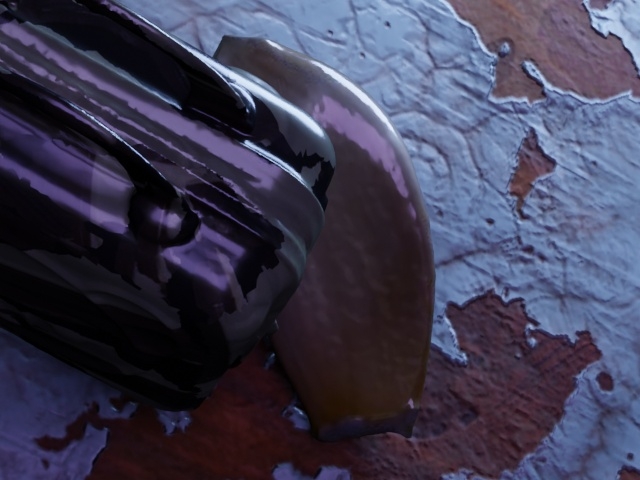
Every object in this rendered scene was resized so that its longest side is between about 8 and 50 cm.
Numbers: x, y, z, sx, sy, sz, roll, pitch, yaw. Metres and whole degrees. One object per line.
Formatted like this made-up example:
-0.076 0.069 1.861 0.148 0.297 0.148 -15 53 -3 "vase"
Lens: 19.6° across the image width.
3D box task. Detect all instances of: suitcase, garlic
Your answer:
-0.159 -0.059 1.172 0.352 0.339 0.194 29 67 -3 "suitcase"
0.009 -0.004 1.365 0.143 0.112 0.318 -17 87 2 "garlic"
